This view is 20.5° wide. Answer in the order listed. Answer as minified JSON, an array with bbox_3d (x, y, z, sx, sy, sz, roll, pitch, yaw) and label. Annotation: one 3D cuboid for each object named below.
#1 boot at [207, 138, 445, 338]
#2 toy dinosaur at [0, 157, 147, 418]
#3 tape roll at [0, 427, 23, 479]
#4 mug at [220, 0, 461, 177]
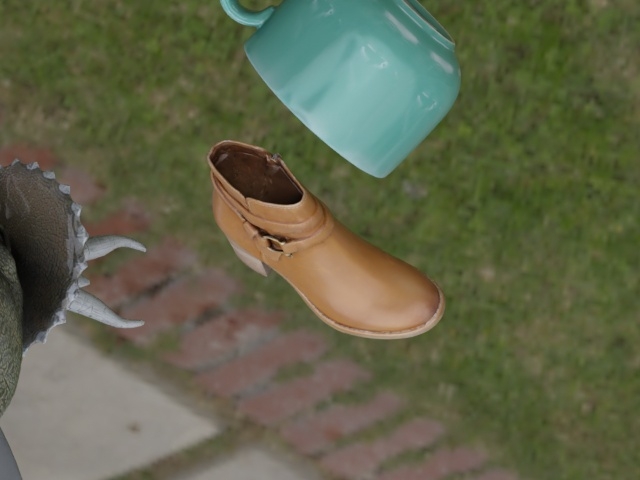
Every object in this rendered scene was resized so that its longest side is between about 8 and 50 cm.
[{"bbox_3d":[0.000,0.000,1.351,0.197,0.073,0.152,20,157,16],"label":"boot"},{"bbox_3d":[-0.183,0.044,0.721,0.160,0.313,0.121,5,119,7],"label":"toy dinosaur"},{"bbox_3d":[-0.250,0.137,0.893,0.219,0.072,0.219,13,115,30],"label":"tape roll"},{"bbox_3d":[0.020,-0.126,1.156,0.097,0.129,0.158,-45,128,13],"label":"mug"}]
